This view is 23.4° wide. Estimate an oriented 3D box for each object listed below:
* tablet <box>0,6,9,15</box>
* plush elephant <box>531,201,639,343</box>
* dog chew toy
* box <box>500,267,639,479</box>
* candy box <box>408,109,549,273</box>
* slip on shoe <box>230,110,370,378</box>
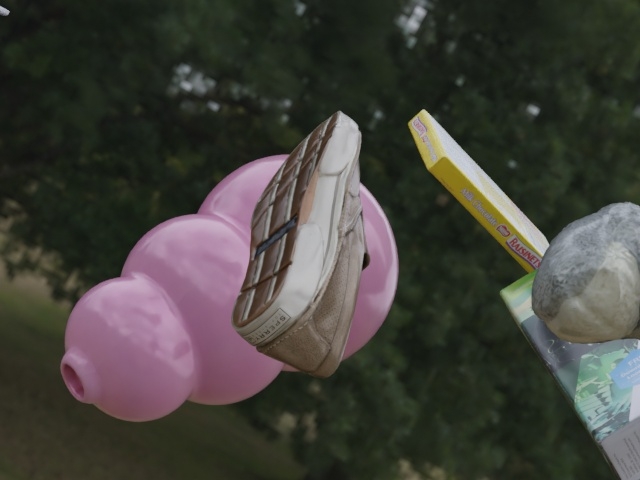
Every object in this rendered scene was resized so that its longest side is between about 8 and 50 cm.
[{"bbox_3d":[-0.241,-0.157,0.962,0.054,0.006,0.083,12,-4,37],"label":"tablet"},{"bbox_3d":[0.305,0.030,0.676,0.330,0.272,0.255,44,-8,-21],"label":"plush elephant"},{"bbox_3d":[-0.088,0.054,1.410,0.206,0.332,0.206,34,-42,37],"label":"dog chew toy"},{"bbox_3d":[0.302,0.064,1.334,0.058,0.232,0.322,59,3,-20],"label":"box"},{"bbox_3d":[0.165,-0.034,1.505,0.206,0.027,0.105,43,13,-27],"label":"candy box"},{"bbox_3d":[0.000,0.000,0.628,0.041,0.051,0.135,39,33,-19],"label":"slip on shoe"}]
